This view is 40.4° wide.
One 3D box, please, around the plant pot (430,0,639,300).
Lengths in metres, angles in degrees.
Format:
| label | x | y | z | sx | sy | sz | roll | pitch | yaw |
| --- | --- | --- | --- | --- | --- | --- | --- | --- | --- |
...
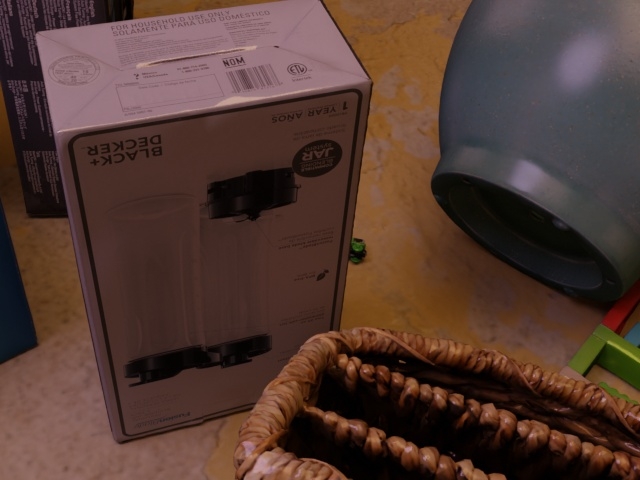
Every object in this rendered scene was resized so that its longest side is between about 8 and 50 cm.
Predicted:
| label | x | y | z | sx | sy | sz | roll | pitch | yaw |
| --- | --- | --- | --- | --- | --- | --- | --- | --- | --- |
| plant pot | 0.210 | -0.077 | 0.695 | 0.293 | 0.293 | 0.196 | 32 | 79 | 21 |

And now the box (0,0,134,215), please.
| label | x | y | z | sx | sy | sz | roll | pitch | yaw |
| --- | --- | --- | --- | --- | --- | --- | --- | --- | --- |
| box | -0.211 | -0.266 | 0.711 | 0.097 | 0.395 | 0.318 | 0 | 47 | -8 |

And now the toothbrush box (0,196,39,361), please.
| label | x | y | z | sx | sy | sz | roll | pitch | yaw |
| --- | --- | --- | --- | --- | --- | --- | --- | --- | --- |
| toothbrush box | -0.355 | 0.032 | 0.546 | 0.295 | 0.216 | 0.126 | -29 | 57 | -27 |

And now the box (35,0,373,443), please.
| label | x | y | z | sx | sy | sz | roll | pitch | yaw |
| --- | --- | --- | --- | --- | --- | --- | --- | --- | --- |
| box | -0.072 | 0.002 | 0.557 | 0.169 | 0.290 | 0.087 | -13 | 49 | -15 |

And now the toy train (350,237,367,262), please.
| label | x | y | z | sx | sy | sz | roll | pitch | yaw |
| --- | --- | --- | --- | --- | --- | --- | --- | --- | --- |
| toy train | 0.000 | 0.000 | 0.751 | 0.083 | 0.017 | 0.023 | 12 | 37 | 4 |

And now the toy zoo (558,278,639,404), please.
| label | x | y | z | sx | sy | sz | roll | pitch | yaw |
| --- | --- | --- | --- | --- | --- | --- | --- | --- | --- |
| toy zoo | 0.341 | 0.083 | 0.705 | 0.192 | 0.030 | 0.293 | 34 | 52 | 22 |

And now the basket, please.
| label | x | y | z | sx | sy | sz | roll | pitch | yaw |
| --- | --- | --- | --- | --- | --- | --- | --- | --- | --- |
| basket | 0.118 | 0.144 | 0.495 | 0.299 | 0.223 | 0.213 | 18 | 48 | 11 |
